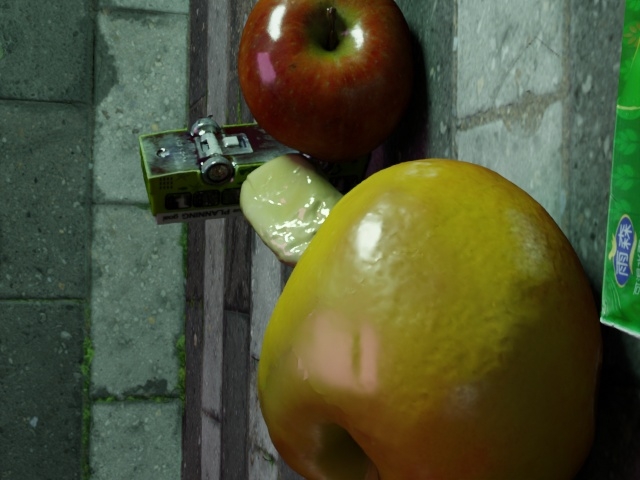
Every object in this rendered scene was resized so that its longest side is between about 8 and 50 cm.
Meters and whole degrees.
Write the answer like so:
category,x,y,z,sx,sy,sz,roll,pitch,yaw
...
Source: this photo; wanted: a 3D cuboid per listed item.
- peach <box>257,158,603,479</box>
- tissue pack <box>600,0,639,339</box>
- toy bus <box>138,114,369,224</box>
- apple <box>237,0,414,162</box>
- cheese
category,x,y,z,sx,sy,sz,roll,pitch,yaw
peach,0.101,0.077,0.933,0.308,0.289,0.289,-53,0,-28
tissue pack,0.243,-0.048,0.643,0.156,0.148,0.209,-151,63,-71
toy bus,-0.093,-0.092,1.524,0.113,0.301,0.139,-111,21,-44
apple,0.004,-0.203,1.352,0.230,0.230,0.230,-179,90,-74
cheese,0.000,0.000,1.405,0.226,0.117,0.214,53,-178,36
